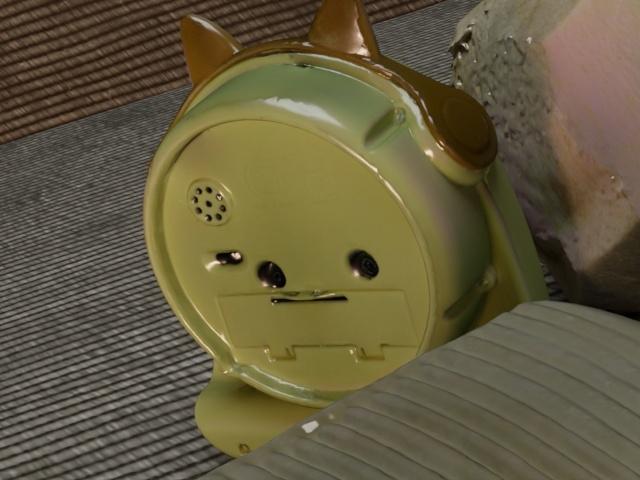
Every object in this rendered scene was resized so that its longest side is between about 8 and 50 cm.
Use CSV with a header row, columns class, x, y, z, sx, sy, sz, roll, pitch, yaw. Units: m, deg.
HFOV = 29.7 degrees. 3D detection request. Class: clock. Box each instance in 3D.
class,x,y,z,sx,sy,sz,roll,pitch,yaw
clock,0.000,0.000,0.865,0.286,0.348,0.117,-4,24,33

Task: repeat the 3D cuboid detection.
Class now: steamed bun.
class,x,y,z,sx,sy,sz,roll,pitch,yaw
steamed bun,0.059,0.192,0.493,0.383,0.236,0.247,-21,24,-38

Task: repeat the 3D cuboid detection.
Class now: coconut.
class,x,y,z,sx,sy,sz,roll,pitch,yaw
coconut,0.270,-0.086,0.966,0.297,0.309,0.297,-24,-16,-7
